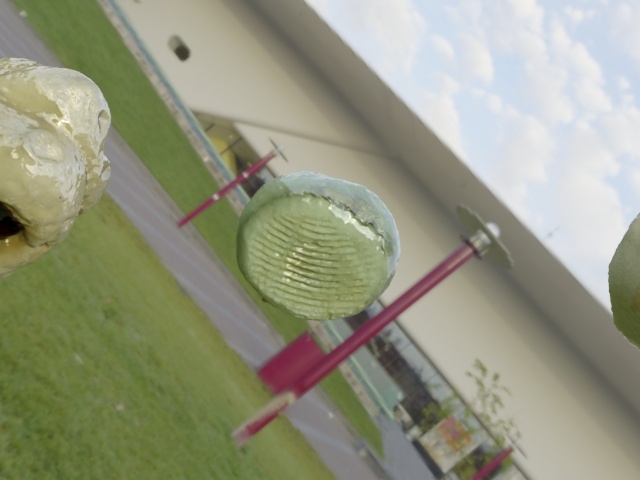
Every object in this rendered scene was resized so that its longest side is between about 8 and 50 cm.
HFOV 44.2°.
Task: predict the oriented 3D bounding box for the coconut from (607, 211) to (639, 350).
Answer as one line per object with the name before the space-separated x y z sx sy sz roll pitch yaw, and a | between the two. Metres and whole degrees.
coconut | 0.449 0.058 0.829 0.237 0.237 0.266 53 -4 -25

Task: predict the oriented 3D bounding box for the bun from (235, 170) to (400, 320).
bun | 0.000 0.000 0.945 0.195 0.195 0.118 53 27 -17

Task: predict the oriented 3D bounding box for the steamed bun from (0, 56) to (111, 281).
steamed bun | -0.215 -0.059 0.552 0.155 0.172 0.141 -13 -60 43

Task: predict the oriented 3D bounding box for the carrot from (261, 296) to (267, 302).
carrot | -0.032 0.095 1.239 0.142 0.035 0.035 13 26 -42
